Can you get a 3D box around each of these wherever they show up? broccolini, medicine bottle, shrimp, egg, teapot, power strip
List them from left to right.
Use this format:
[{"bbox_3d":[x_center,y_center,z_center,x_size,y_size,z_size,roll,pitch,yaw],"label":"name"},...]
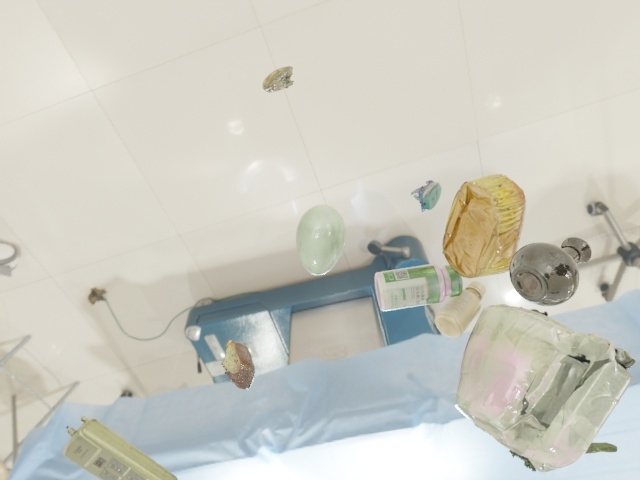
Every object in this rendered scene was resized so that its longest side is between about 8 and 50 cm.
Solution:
[{"bbox_3d":[-0.278,0.305,0.604,0.169,0.028,0.076,39,116,-7],"label":"power strip"},{"bbox_3d":[-0.112,-0.469,1.279,0.099,0.180,0.041,-41,92,23],"label":"shrimp"},{"bbox_3d":[0.000,0.000,1.611,0.182,0.183,0.264,4,107,-5],"label":"egg"},{"bbox_3d":[0.325,0.150,1.473,0.274,0.133,0.134,-10,123,-1],"label":"medicine bottle"},{"bbox_3d":[0.536,0.247,1.659,0.114,0.252,0.114,31,141,29],"label":"medicine bottle"},{"bbox_3d":[0.288,0.201,0.589,0.163,0.221,0.178,39,76,-31],"label":"teapot"},{"bbox_3d":[0.440,0.384,0.794,0.201,0.074,0.058,11,106,-7],"label":"broccolini"}]

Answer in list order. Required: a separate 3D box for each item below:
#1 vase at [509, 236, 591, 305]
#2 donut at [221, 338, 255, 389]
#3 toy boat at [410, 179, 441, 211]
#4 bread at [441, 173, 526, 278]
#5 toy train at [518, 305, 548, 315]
[{"bbox_3d":[0.439,0.048,0.830,0.182,0.120,0.120,-23,130,-33],"label":"vase"},{"bbox_3d":[-0.328,0.516,1.836,0.144,0.126,0.187,5,117,-34],"label":"donut"},{"bbox_3d":[0.373,-0.171,1.598,0.110,0.175,0.091,4,123,35],"label":"toy boat"},{"bbox_3d":[0.460,-0.038,1.220,0.156,0.204,0.288,-14,123,-21],"label":"bread"},{"bbox_3d":[0.792,0.354,1.630,0.160,0.296,0.101,-27,112,16],"label":"toy train"}]
